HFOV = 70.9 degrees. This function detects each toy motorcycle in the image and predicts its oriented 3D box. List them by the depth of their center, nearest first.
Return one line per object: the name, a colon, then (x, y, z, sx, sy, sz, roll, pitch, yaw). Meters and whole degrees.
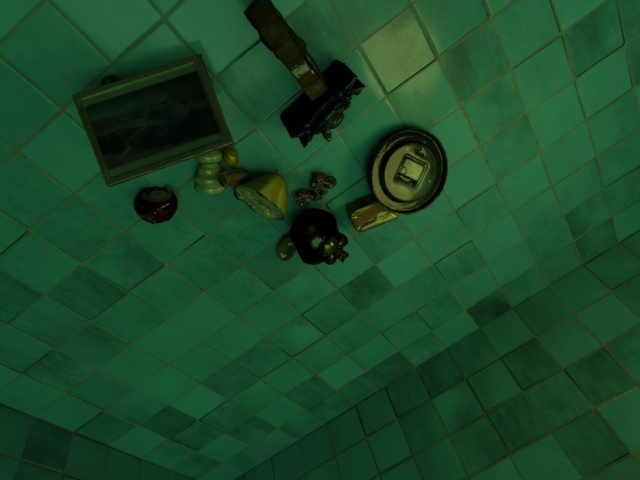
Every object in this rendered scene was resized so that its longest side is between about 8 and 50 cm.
toy motorcycle: (-0.034, -0.234, 2.008, 0.212, 0.084, 0.118, -34, 135, 16)

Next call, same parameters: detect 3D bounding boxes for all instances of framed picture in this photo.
framed picture: (-0.553, -0.403, 1.506, 0.445, 0.028, 0.326, -22, 90, -7)

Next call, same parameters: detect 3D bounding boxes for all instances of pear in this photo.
pear: (-0.217, -0.209, 1.912, 0.178, 0.266, 0.267, -56, 129, -19)

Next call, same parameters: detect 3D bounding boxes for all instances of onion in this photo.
onion: (-0.679, -0.119, 1.834, 0.173, 0.198, 0.135, 5, 132, 2)

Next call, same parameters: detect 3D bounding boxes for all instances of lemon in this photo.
lemon: (-0.367, -0.341, 1.844, 0.065, 0.065, 0.092, -30, 125, 7)

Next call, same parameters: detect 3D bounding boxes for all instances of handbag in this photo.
handbag: (0.013, -0.507, 1.703, 0.325, 0.269, 0.118, -42, 127, 16)

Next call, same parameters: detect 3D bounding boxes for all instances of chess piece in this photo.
chess piece: (-0.450, -0.321, 1.808, 0.133, 0.133, 0.243, -4, 119, -13)

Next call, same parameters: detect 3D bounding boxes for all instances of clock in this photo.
clock: (0.389, -0.307, 2.011, 0.385, 0.076, 0.387, -6, 109, -18)

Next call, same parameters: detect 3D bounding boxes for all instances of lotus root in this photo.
lotus root: (-0.105, -0.640, 1.523, 0.111, 0.375, 0.390, -32, 139, 14)

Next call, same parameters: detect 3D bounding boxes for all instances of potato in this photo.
potato: (-0.161, 0.035, 2.170, 0.091, 0.070, 0.138, 17, 120, -28)

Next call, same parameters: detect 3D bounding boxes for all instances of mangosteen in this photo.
mangosteen: (-0.005, 0.000, 2.052, 0.233, 0.287, 0.288, -23, 129, -14)

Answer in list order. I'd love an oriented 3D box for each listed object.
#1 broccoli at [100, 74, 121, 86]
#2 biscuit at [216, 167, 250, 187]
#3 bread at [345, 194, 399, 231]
broccoli: (-0.716, -0.485, 1.589, 0.156, 0.195, 0.196, -40, 142, -41)
biscuit: (-0.355, -0.259, 1.838, 0.056, 0.188, 0.052, 45, 114, 3)
bread: (0.251, -0.143, 2.139, 0.241, 0.107, 0.136, -24, 125, 1)
